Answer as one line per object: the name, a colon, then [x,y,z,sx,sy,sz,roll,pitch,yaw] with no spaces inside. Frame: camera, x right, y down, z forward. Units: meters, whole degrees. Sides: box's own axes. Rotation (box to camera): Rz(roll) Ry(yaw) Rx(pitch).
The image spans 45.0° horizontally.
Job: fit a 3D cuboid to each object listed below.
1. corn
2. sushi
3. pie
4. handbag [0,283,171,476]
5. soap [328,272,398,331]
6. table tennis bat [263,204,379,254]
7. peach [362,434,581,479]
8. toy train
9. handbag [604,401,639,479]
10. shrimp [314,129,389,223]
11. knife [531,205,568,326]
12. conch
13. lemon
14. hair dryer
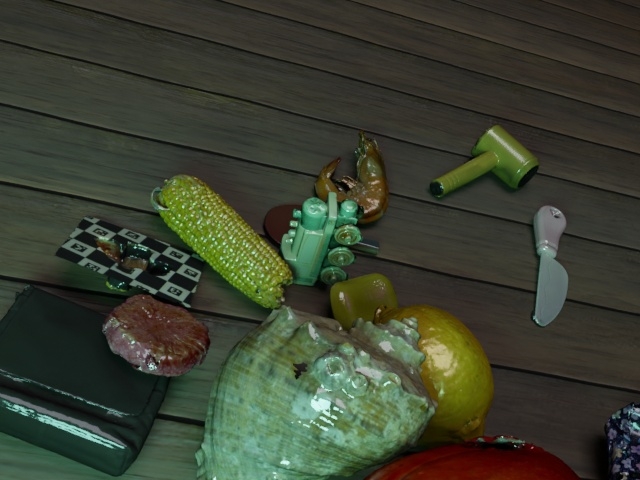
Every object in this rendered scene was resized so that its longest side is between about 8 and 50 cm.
corn: [-0.159,-0.003,1.279,0.293,0.106,0.106,40,44,16]
sushi: [-0.294,0.043,1.207,0.210,0.040,0.193,21,20,-8]
pie: [-0.226,0.129,1.070,0.153,0.038,0.153,19,27,-10]
handbag: [-0.330,0.182,1.030,0.247,0.080,0.223,23,32,-6]
soap: [0.072,0.105,1.302,0.140,0.045,0.089,-12,77,-37]
table tennis bat: [0.003,-0.011,1.422,0.220,0.019,0.130,13,42,-11]
peach: [0.158,0.384,0.838,0.370,0.370,0.370,13,43,-12]
toy train: [0.000,0.000,1.282,0.125,0.194,0.081,7,47,-10]
handbag: [0.541,0.379,1.189,0.228,0.127,0.208,25,48,1]
shrimp: [0.069,-0.128,1.544,0.150,0.068,0.249,15,47,-2]
knife: [0.465,0.056,1.567,0.081,0.043,0.336,26,47,-8]
conch: [-0.031,0.189,1.000,0.352,0.210,0.297,-25,28,-18]
lemon: [0.158,0.201,1.152,0.188,0.188,0.257,-14,58,-35]
hair dryer: [0.350,-0.150,1.690,0.278,0.090,0.135,-27,64,-34]
